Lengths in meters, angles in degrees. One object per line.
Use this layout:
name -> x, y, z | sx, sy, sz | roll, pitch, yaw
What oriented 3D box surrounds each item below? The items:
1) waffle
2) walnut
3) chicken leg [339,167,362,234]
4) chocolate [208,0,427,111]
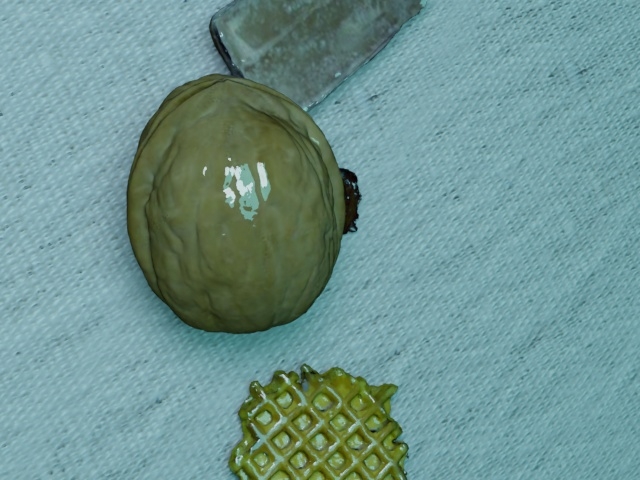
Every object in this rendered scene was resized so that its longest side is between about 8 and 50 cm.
waffle -> 0.002, 0.290, 1.556 | 0.254, 0.052, 0.245 | 8, 83, -17
walnut -> -0.105, -0.046, 1.413 | 0.252, 0.277, 0.313 | 0, 117, 13
chicken leg -> -0.004, -0.005, 1.573 | 0.093, 0.053, 0.205 | 40, 80, -27
chocolate -> -0.007, -0.305, 1.559 | 0.303, 0.100, 0.185 | -42, 110, -13
